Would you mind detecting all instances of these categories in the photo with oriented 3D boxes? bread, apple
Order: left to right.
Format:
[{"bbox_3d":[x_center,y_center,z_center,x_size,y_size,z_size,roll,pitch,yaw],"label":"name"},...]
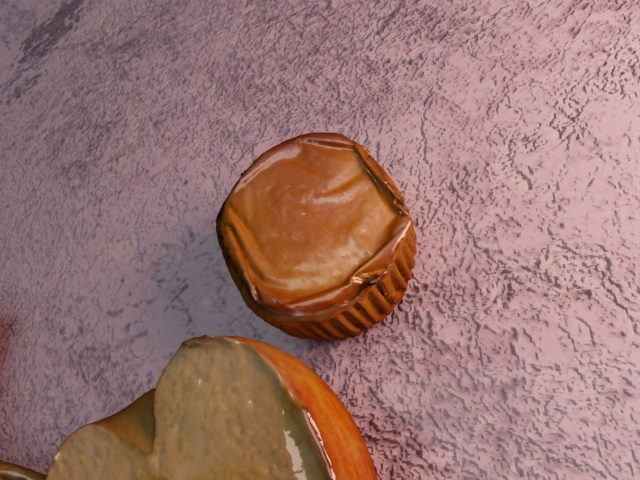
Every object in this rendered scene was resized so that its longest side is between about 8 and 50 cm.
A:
[{"bbox_3d":[-0.068,0.222,0.500,0.293,0.163,0.251,-39,65,20],"label":"apple"},{"bbox_3d":[-0.001,0.000,0.612,0.199,0.104,0.199,-9,63,17],"label":"bread"}]

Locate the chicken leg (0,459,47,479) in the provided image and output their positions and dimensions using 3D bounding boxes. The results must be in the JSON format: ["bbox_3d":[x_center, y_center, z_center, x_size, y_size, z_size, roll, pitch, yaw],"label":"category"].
[{"bbox_3d":[-0.393,0.238,0.580,0.429,0.153,0.201,32,106,3],"label":"chicken leg"}]
